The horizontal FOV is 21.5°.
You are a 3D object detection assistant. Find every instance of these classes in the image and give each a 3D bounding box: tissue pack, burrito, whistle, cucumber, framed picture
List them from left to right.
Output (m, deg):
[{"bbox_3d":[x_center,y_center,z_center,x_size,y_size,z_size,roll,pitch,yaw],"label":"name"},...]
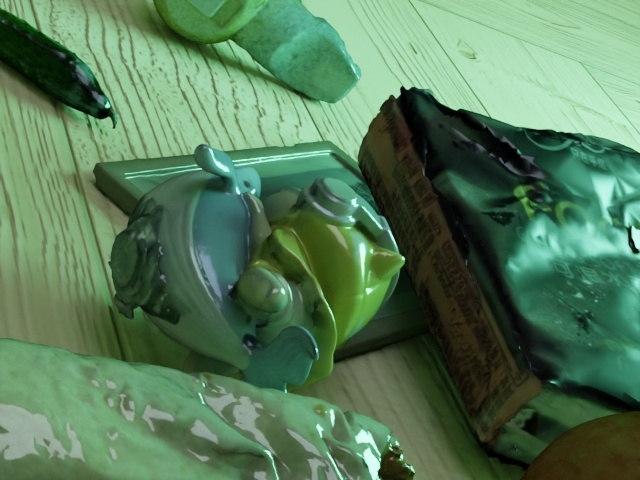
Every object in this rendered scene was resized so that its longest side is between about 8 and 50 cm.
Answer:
[{"bbox_3d":[-0.203,-0.131,1.222,0.155,0.037,0.037,35,24,12],"label":"cucumber"},{"bbox_3d":[-0.119,0.102,0.801,0.392,0.076,0.117,14,34,-27],"label":"burrito"},{"bbox_3d":[-0.057,-0.204,1.448,0.223,0.123,0.123,38,21,-14],"label":"whistle"},{"bbox_3d":[0.000,0.000,1.207,0.213,0.016,0.289,40,26,23],"label":"framed picture"},{"bbox_3d":[0.171,0.033,1.171,0.245,0.123,0.332,19,32,-29],"label":"tissue pack"}]

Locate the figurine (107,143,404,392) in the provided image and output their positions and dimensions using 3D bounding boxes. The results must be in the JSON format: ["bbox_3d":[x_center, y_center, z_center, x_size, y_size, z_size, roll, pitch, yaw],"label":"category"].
[{"bbox_3d":[-0.034,0.028,0.978,0.183,0.128,0.208,13,38,-26],"label":"figurine"}]

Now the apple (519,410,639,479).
[{"bbox_3d":[0.175,0.178,0.859,0.181,0.181,0.168,12,8,-34],"label":"apple"}]
